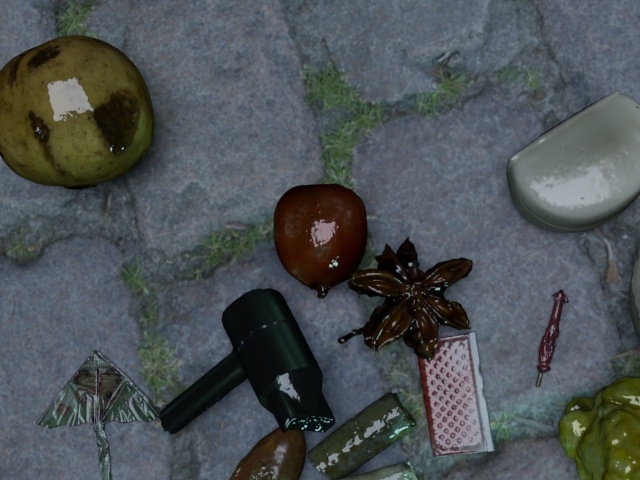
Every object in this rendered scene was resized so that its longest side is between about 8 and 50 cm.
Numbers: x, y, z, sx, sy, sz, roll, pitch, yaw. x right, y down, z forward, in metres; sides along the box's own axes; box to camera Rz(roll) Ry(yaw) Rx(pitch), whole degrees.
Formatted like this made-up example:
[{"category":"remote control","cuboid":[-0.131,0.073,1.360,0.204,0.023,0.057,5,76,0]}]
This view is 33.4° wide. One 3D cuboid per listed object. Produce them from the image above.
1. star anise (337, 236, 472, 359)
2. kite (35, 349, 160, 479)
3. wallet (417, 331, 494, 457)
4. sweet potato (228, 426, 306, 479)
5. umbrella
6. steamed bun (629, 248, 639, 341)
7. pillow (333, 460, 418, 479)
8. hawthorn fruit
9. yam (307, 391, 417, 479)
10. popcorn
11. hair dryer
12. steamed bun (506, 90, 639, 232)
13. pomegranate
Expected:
[{"category":"star anise","cuboid":[0.141,0.091,1.742,0.220,0.126,0.190,12,90,-14]},{"category":"kite","cuboid":[-0.382,0.314,1.838,0.229,0.012,0.250,-8,81,10]},{"category":"wallet","cuboid":[0.221,0.256,1.762,0.103,0.020,0.196,-10,81,5]},{"category":"sweet potato","cuboid":[-0.139,0.461,1.741,0.109,0.109,0.385,36,89,11]},{"category":"umbrella","cuboid":[0.379,0.160,1.753,0.027,0.025,0.165,11,81,26]},{"category":"steamed bun","cuboid":[0.660,0.095,1.595,0.374,0.241,0.374,-18,50,23]},{"category":"pillow","cuboid":[0.085,0.435,1.713,0.181,0.078,0.134,-17,101,3]},{"category":"hawthorn fruit","cuboid":[0.000,0.000,1.753,0.169,0.169,0.188,3,74,8]},{"category":"yam","cuboid":[0.069,0.324,1.745,0.179,0.078,0.078,-37,79,1]},{"category":"popcorn","cuboid":[0.493,0.316,1.601,0.242,0.250,0.235,-18,88,6]},{"category":"hair dryer","cuboid":[-0.135,0.260,1.745,0.302,0.116,0.244,-40,54,18]},{"category":"steamed bun","cuboid":[0.432,-0.109,1.722,0.242,0.146,0.164,-33,76,0]},{"category":"pomegranate","cuboid":[-0.411,-0.214,1.793,0.281,0.281,0.281,-1,82,7]}]
